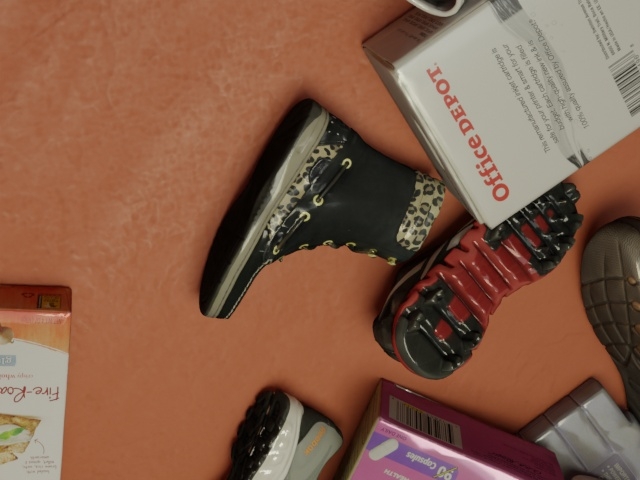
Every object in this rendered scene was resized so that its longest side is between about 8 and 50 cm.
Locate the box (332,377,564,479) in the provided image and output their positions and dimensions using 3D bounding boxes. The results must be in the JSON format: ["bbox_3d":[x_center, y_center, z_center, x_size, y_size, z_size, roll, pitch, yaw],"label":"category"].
[{"bbox_3d":[0.112,0.311,1.077,0.214,0.117,0.243,24,104,-1],"label":"box"}]

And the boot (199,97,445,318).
[{"bbox_3d":[0.001,0.000,0.986,0.179,0.085,0.236,25,102,-23],"label":"boot"}]

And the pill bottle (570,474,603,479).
[{"bbox_3d":[0.274,0.411,1.073,0.161,0.161,0.283,21,97,-20],"label":"pill bottle"}]

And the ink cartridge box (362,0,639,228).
[{"bbox_3d":[0.207,-0.173,0.956,0.273,0.114,0.197,-35,115,0],"label":"ink cartridge box"}]

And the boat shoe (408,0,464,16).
[{"bbox_3d":[0.034,-0.289,0.842,0.258,0.084,0.095,31,134,-20],"label":"boat shoe"}]

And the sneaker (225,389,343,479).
[{"bbox_3d":[-0.068,0.295,1.073,0.108,0.100,0.271,26,102,-27],"label":"sneaker"}]

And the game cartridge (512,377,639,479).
[{"bbox_3d":[0.341,0.361,1.181,0.230,0.068,0.355,-38,99,-2],"label":"game cartridge"}]

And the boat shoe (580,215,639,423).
[{"bbox_3d":[0.394,0.103,1.112,0.130,0.132,0.355,-34,123,-11],"label":"boat shoe"}]

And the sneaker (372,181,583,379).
[{"bbox_3d":[0.155,0.031,1.031,0.276,0.135,0.097,-43,103,-21],"label":"sneaker"}]

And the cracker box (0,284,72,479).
[{"bbox_3d":[-0.328,0.160,0.973,0.156,0.067,0.232,3,110,-14],"label":"cracker box"}]
